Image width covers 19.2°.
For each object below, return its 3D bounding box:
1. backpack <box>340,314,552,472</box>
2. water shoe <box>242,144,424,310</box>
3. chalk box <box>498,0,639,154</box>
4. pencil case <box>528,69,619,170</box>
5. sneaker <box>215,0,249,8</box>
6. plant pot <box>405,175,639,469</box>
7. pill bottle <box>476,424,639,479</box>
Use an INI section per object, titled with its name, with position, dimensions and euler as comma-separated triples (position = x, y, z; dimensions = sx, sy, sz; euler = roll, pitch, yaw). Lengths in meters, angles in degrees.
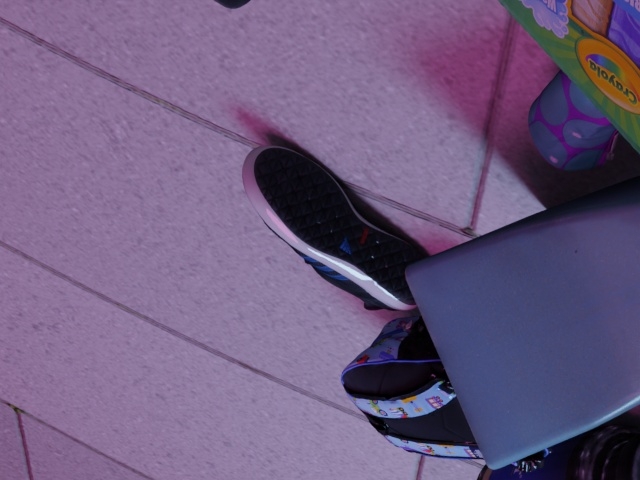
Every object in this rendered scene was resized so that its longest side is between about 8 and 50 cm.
[backpack]
position = 0.114, 0.123, 1.665
dimensions = 0.173, 0.117, 0.158
euler = -8, 135, 44
[water shoe]
position = 0.000, 0.000, 1.613
dimensions = 0.203, 0.073, 0.080
euler = 40, 150, -19
[chalk box]
position = 0.197, -0.184, 1.010
dimensions = 0.179, 0.180, 0.289
euler = 52, 159, 26
[pencil case]
position = 0.201, -0.107, 1.297
dimensions = 0.070, 0.064, 0.152
euler = 43, 151, 5
[sneaker]
position = -0.155, -0.273, 1.288
dimensions = 0.121, 0.111, 0.300
euler = 3, 140, 42
[plant pot]
position = 0.215, 0.040, 1.359
dimensions = 0.234, 0.165, 0.165
euler = -29, 83, 53
[pill bottle]
position = 0.248, 0.236, 1.728
dimensions = 0.123, 0.123, 0.219
euler = 39, 148, -19
